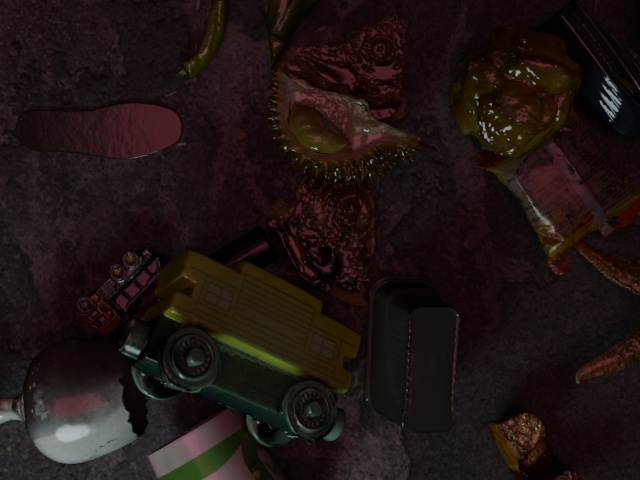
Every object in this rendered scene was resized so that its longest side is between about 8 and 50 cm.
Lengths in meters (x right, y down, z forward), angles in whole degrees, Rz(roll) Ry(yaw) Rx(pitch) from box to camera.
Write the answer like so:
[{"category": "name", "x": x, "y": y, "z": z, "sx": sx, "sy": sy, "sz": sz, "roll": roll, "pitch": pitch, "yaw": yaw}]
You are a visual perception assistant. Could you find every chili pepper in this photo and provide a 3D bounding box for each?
[{"category": "chili pepper", "x": -0.210, "y": -0.395, "z": 1.448, "sx": 0.049, "sy": 0.043, "sz": 0.208, "roll": 25, "pitch": 88, "yaw": 25}]

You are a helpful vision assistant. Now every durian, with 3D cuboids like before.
[{"category": "durian", "x": 0.033, "y": -0.186, "z": 1.377, "sx": 0.306, "sy": 0.172, "sz": 0.167, "roll": 22, "pitch": 97, "yaw": 14}]

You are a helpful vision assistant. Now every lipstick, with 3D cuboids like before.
[{"category": "lipstick", "x": -0.218, "y": 0.077, "z": 1.446, "sx": 0.299, "sy": 0.081, "sz": 0.081, "roll": -31, "pitch": 92, "yaw": 1}]

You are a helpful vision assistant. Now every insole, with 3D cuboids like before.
[{"category": "insole", "x": -0.432, "y": -0.213, "z": 1.472, "sx": 0.327, "sy": 0.007, "sz": 0.111, "roll": 0, "pitch": 92, "yaw": 1}]

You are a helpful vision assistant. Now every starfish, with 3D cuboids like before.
[{"category": "starfish", "x": 0.667, "y": 0.126, "z": 1.426, "sx": 0.383, "sy": 0.132, "sz": 0.398, "roll": 4, "pitch": 89, "yaw": 5}]

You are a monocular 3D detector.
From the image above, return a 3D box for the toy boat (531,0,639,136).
[{"category": "toy boat", "x": 0.524, "y": -0.310, "z": 1.405, "sx": 0.122, "sy": 0.114, "sz": 0.296, "roll": -40, "pitch": 92, "yaw": -18}]

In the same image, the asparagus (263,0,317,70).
[{"category": "asparagus", "x": -0.035, "y": -0.483, "z": 1.419, "sx": 0.085, "sy": 0.082, "sz": 0.343, "roll": 29, "pitch": 94, "yaw": 0}]

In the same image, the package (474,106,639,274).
[{"category": "package", "x": 0.447, "y": -0.108, "z": 1.413, "sx": 0.223, "sy": 0.108, "sz": 0.288, "roll": -39, "pitch": 86, "yaw": 6}]

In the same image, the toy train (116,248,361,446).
[{"category": "toy train", "x": -0.126, "y": 0.189, "z": 1.326, "sx": 0.442, "sy": 0.179, "sz": 0.272, "roll": 29, "pitch": 58, "yaw": -23}]

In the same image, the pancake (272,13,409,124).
[{"category": "pancake", "x": 0.069, "y": -0.339, "z": 1.436, "sx": 0.266, "sy": 0.057, "sz": 0.244, "roll": 35, "pitch": 92, "yaw": -1}]

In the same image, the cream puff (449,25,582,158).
[{"category": "cream puff", "x": 0.340, "y": -0.270, "z": 1.347, "sx": 0.244, "sy": 0.196, "sz": 0.244, "roll": 0, "pitch": 90, "yaw": 27}]

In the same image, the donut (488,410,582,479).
[{"category": "donut", "x": 0.404, "y": 0.408, "z": 1.431, "sx": 0.085, "sy": 0.141, "sz": 0.217, "roll": -33, "pitch": 92, "yaw": -8}]

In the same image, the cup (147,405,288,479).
[{"category": "cup", "x": -0.174, "y": 0.464, "z": 1.396, "sx": 0.253, "sy": 0.253, "sz": 0.274, "roll": -31, "pitch": 83, "yaw": 2}]

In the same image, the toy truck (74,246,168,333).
[{"category": "toy truck", "x": -0.374, "y": 0.092, "z": 1.447, "sx": 0.192, "sy": 0.083, "sz": 0.092, "roll": -45, "pitch": 95, "yaw": 2}]

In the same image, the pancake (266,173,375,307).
[{"category": "pancake", "x": 0.000, "y": 0.000, "z": 1.454, "sx": 0.212, "sy": 0.056, "sz": 0.258, "roll": 1, "pitch": 85, "yaw": -7}]

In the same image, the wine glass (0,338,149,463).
[{"category": "wine glass", "x": -0.490, "y": 0.301, "z": 1.390, "sx": 0.322, "sy": 0.238, "sz": 0.238, "roll": -6, "pitch": 93, "yaw": 0}]

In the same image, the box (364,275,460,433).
[{"category": "box", "x": 0.174, "y": 0.209, "z": 1.389, "sx": 0.138, "sy": 0.178, "sz": 0.274, "roll": 0, "pitch": 95, "yaw": -16}]
